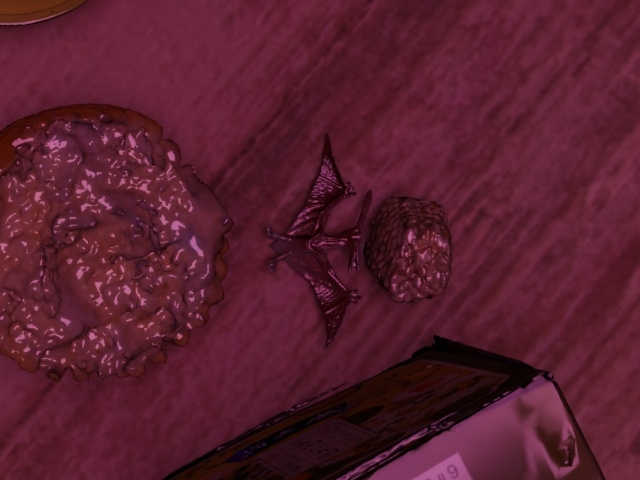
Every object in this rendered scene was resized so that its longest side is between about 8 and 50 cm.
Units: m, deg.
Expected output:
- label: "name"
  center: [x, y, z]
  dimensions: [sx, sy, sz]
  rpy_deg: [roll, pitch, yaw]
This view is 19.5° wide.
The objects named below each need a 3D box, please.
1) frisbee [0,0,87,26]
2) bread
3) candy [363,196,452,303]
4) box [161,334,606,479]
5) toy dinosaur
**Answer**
- label: "frisbee"
  center: [-0.301, -0.313, 1.797]
  dimensions: [0.236, 0.017, 0.236]
  rpy_deg: [2, 73, -8]
- label: "bread"
  center: [-0.228, 0.003, 1.786]
  dimensions: [0.274, 0.149, 0.274]
  rpy_deg: [0, 89, -17]
- label: "candy"
  center: [0.092, 0.010, 1.872]
  dimensions: [0.085, 0.110, 0.095]
  rpy_deg: [6, 106, -12]
- label: "box"
  center: [0.019, 0.239, 1.700]
  dimensions: [0.373, 0.420, 0.138]
  rpy_deg: [-28, 95, -9]
- label: "toy dinosaur"
  center: [0.000, 0.000, 1.880]
  dimensions: [0.108, 0.032, 0.220]
  rpy_deg: [-2, 86, 1]
